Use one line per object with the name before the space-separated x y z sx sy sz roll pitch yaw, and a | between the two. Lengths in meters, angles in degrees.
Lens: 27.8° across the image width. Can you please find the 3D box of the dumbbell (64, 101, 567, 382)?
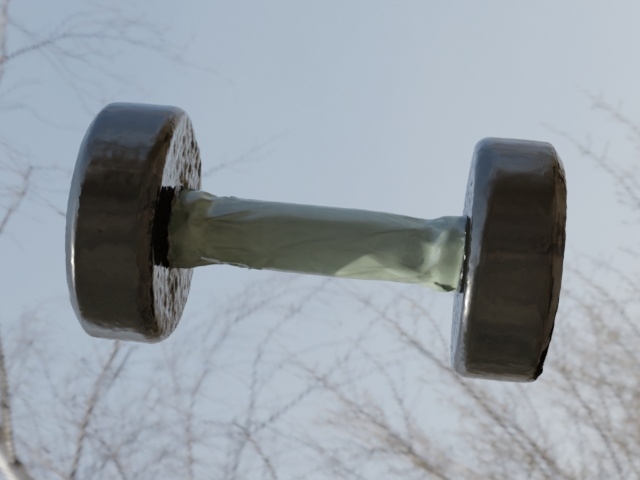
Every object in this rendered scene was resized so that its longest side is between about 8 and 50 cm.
dumbbell | 0.000 0.000 0.530 0.100 0.191 0.100 5 -90 -87
